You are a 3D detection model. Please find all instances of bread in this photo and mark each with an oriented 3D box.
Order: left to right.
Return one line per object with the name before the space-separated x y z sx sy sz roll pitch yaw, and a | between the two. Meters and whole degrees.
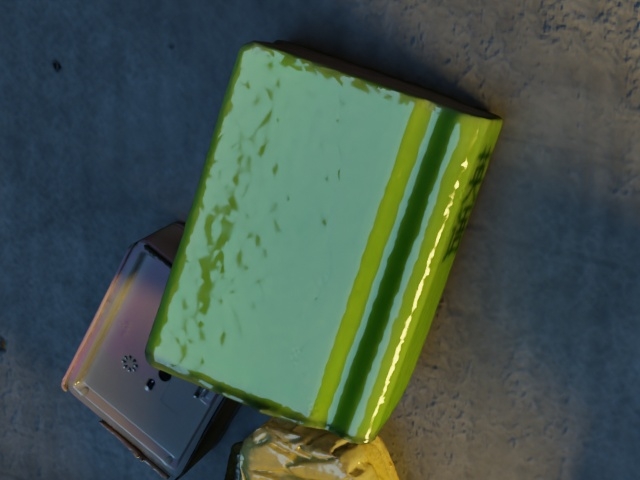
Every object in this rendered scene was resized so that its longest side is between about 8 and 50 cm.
bread | 0.001 0.254 1.369 0.140 0.106 0.236 11 114 25

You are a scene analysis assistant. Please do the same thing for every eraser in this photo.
eraser | 0.000 0.000 1.235 0.210 0.092 0.274 20 102 16

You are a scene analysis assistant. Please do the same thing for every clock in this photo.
clock | -0.131 0.098 1.402 0.147 0.071 0.192 37 123 11

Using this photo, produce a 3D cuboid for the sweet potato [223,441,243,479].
sweet potato | -0.077 0.299 1.458 0.077 0.077 0.243 3 100 29
